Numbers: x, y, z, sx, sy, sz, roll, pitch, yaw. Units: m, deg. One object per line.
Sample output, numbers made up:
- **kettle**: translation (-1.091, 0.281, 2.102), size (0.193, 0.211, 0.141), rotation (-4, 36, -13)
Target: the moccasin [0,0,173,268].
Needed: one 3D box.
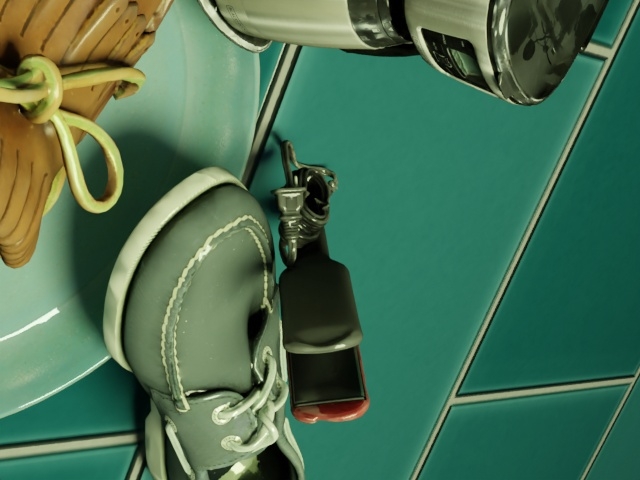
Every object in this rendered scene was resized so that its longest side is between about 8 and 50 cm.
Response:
- **moccasin**: translation (-0.150, -0.037, 0.408), size (0.380, 0.147, 0.139), rotation (-48, 141, -5)

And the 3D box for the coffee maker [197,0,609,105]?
- **coffee maker**: translation (0.046, -0.160, 0.513), size (0.120, 0.178, 0.171), rotation (3, 102, -58)

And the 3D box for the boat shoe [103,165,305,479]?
- **boat shoe**: translation (-0.049, 0.084, 0.654), size (0.116, 0.099, 0.319), rotation (-39, 153, -29)

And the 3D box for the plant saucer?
- **plant saucer**: translation (-0.169, -0.046, 0.534), size (0.318, 0.044, 0.317), rotation (-25, 134, -29)

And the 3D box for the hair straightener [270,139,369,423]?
- **hair straightener**: translation (0.000, 0.000, 0.622), size (0.047, 0.230, 0.089), rotation (-4, 119, 4)
